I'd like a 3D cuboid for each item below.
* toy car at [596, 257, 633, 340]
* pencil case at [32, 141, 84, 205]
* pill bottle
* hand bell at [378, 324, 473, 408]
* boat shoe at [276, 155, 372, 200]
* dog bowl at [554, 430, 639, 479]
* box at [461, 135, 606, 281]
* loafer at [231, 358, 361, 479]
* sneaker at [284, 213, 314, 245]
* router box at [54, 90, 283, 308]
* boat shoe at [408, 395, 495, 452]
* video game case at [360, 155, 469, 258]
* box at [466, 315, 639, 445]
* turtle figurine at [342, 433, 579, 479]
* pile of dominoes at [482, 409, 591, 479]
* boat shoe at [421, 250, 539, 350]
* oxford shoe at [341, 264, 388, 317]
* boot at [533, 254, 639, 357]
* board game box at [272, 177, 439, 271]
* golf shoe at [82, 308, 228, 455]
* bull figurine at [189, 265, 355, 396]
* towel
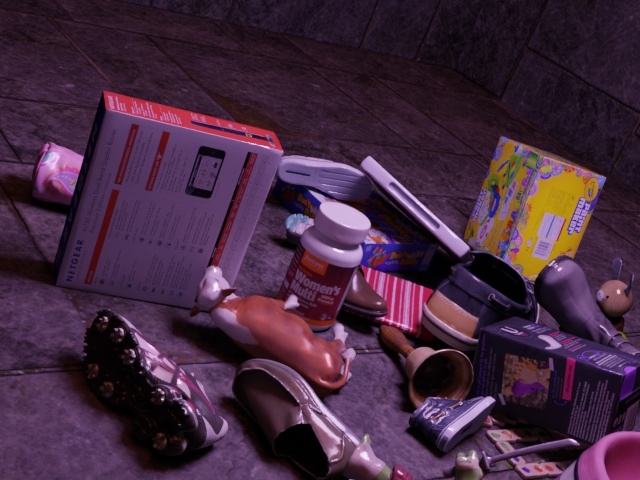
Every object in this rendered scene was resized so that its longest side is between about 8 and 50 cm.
[{"bbox_3d":[0.659,0.138,2.223,0.149,0.188,0.155,15,24,-18],"label":"toy car"},{"bbox_3d":[-0.413,-0.103,1.869,0.284,0.124,0.124,15,24,-15],"label":"pencil case"},{"bbox_3d":[0.006,0.047,1.788,0.121,0.221,0.121,19,23,-8],"label":"pill bottle"},{"bbox_3d":[0.166,0.208,1.768,0.126,0.126,0.242,11,14,-25],"label":"hand bell"},{"bbox_3d":[0.009,-0.156,2.209,0.226,0.083,0.076,16,25,-12],"label":"boat shoe"},{"bbox_3d":[0.544,0.458,1.475,0.408,0.150,0.408,19,23,-8],"label":"dog bowl"},{"bbox_3d":[0.515,-0.075,2.371,0.177,0.290,0.279,16,13,-16],"label":"box"},{"bbox_3d":[-0.044,0.266,1.429,0.251,0.094,0.087,34,21,25],"label":"loafer"},{"bbox_3d":[0.000,0.000,2.075,0.166,0.076,0.065,23,54,4],"label":"sneaker"},{"bbox_3d":[-0.260,-0.055,1.625,0.301,0.335,0.082,12,26,-23],"label":"router box"},{"bbox_3d":[0.229,0.293,1.650,0.083,0.065,0.183,34,29,26],"label":"boat shoe"},{"bbox_3d":[0.228,-0.057,2.210,0.300,0.036,0.329,44,4,12],"label":"video game case"},{"bbox_3d":[0.427,0.251,1.739,0.270,0.143,0.165,18,14,33],"label":"box"},{"bbox_3d":[0.174,0.353,1.320,0.266,0.274,0.198,25,-11,17],"label":"turtle figurine"},{"bbox_3d":[0.402,0.342,1.738,0.251,0.040,0.196,5,29,-36],"label":"pile of dominoes"},{"bbox_3d":[0.369,0.113,2.032,0.187,0.156,0.500,34,18,23],"label":"boat shoe"},{"bbox_3d":[0.050,0.069,1.885,0.227,0.096,0.083,38,29,29],"label":"oxford shoe"},{"bbox_3d":[0.573,0.182,1.964,0.338,0.118,0.223,49,-2,-43],"label":"boot"},{"bbox_3d":[0.077,-0.051,2.250,0.233,0.078,0.347,1,31,-41],"label":"board game box"},{"bbox_3d":[-0.247,0.208,1.398,0.273,0.105,0.120,45,16,31],"label":"golf shoe"},{"bbox_3d":[-0.074,0.154,1.632,0.310,0.101,0.188,38,21,19],"label":"bull figurine"},{"bbox_3d":[0.108,0.116,1.978,0.275,0.031,0.199,19,25,-3],"label":"towel"}]
